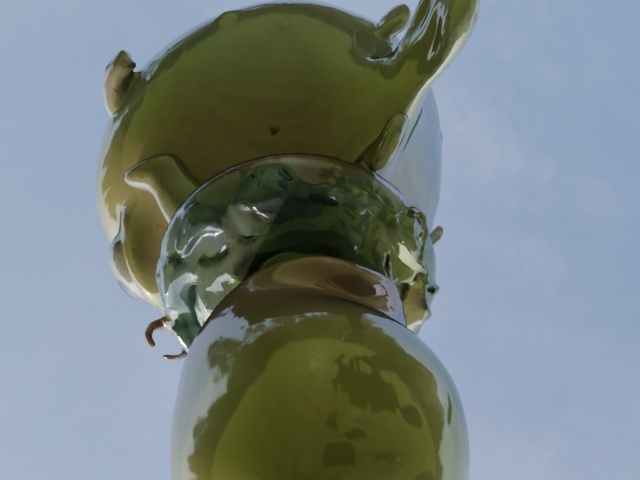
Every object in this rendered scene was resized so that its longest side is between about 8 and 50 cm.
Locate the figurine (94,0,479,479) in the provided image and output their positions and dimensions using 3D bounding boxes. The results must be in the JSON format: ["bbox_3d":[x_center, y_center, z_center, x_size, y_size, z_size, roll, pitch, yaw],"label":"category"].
[{"bbox_3d":[0.000,0.000,0.481,0.226,0.274,0.394,23,-151,-18],"label":"figurine"}]
